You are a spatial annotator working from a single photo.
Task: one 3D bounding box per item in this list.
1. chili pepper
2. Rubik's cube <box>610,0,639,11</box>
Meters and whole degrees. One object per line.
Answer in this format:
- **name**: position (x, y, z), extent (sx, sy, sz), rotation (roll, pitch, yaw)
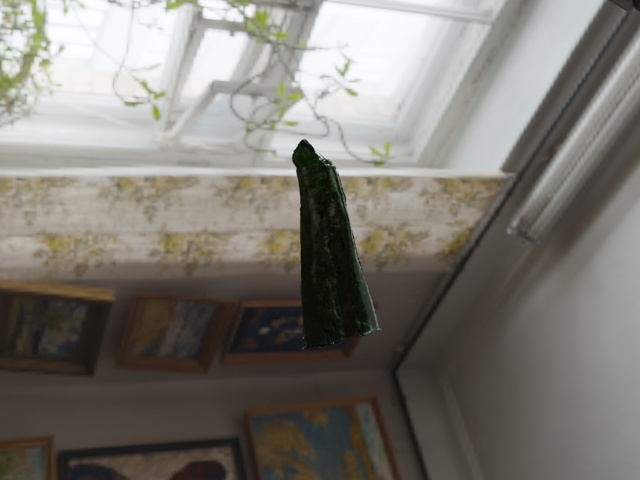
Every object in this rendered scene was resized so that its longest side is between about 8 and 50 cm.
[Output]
- **chili pepper**: position (0.000, 0.000, 1.011), extent (0.059, 0.088, 0.226), rotation (99, -21, -87)
- **Rubik's cube**: position (0.208, -0.358, 0.622), extent (0.259, 0.255, 0.260), rotation (-43, -156, 55)
